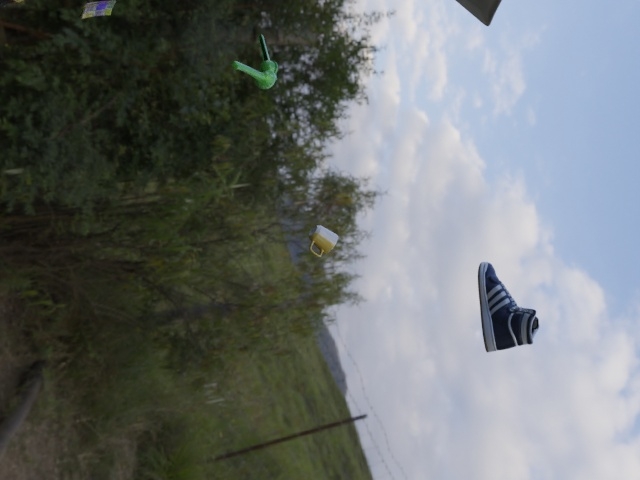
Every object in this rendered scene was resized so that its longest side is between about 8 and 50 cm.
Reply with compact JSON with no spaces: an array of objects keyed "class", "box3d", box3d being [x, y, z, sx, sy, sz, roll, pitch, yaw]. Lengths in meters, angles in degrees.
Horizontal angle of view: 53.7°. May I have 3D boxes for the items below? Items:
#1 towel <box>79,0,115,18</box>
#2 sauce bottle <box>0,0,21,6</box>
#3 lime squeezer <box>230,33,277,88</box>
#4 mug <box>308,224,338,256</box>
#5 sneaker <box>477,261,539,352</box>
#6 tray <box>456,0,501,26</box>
[{"class":"towel","box3d":[-0.539,-0.557,1.528,0.060,0.083,0.009,-29,-93,52]},{"class":"sauce bottle","box3d":[-0.871,-0.702,1.810,0.042,0.128,0.042,48,33,-48]},{"class":"lime squeezer","box3d":[-0.158,-0.447,1.630,0.059,0.110,0.310,-47,-165,28]},{"class":"mug","box3d":[0.003,-0.003,1.674,0.062,0.064,0.078,-39,-156,28]},{"class":"sneaker","box3d":[0.534,0.180,1.798,0.099,0.153,0.282,55,32,-49]},{"class":"tray","box3d":[0.370,-0.695,1.672,0.270,0.030,0.145,44,-11,9]}]
